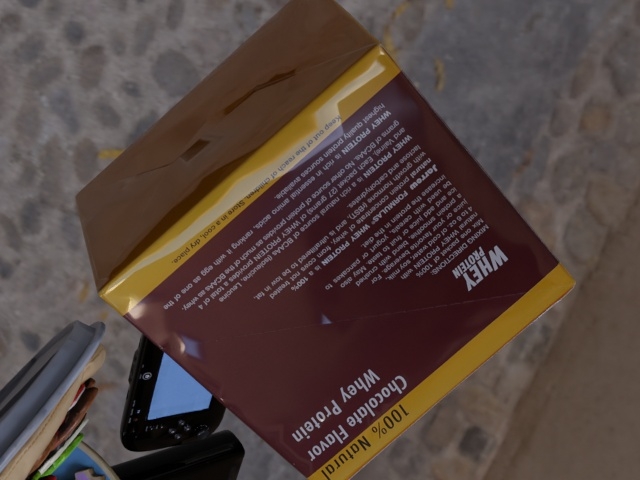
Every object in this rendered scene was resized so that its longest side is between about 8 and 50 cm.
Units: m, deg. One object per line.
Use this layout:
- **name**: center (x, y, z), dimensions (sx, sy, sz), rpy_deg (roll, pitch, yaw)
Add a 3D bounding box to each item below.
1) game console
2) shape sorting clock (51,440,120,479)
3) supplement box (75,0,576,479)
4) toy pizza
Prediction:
- **game console**: center (-0.151, 0.176, 1.179), dimensions (0.213, 0.044, 0.361), rpy_deg (-13, 133, -39)
- **shape sorting clock**: center (-0.203, 0.211, 0.795), dimensions (0.206, 0.206, 0.040), rpy_deg (-63, 169, -3)
- **supplement box**: center (0.000, 0.000, 0.734), dimensions (0.191, 0.129, 0.194), rpy_deg (-41, 119, 5)
- **toy pizza**: center (-0.133, 0.107, 0.416), dimensions (0.032, 0.201, 0.201), rpy_deg (43, 76, -8)
